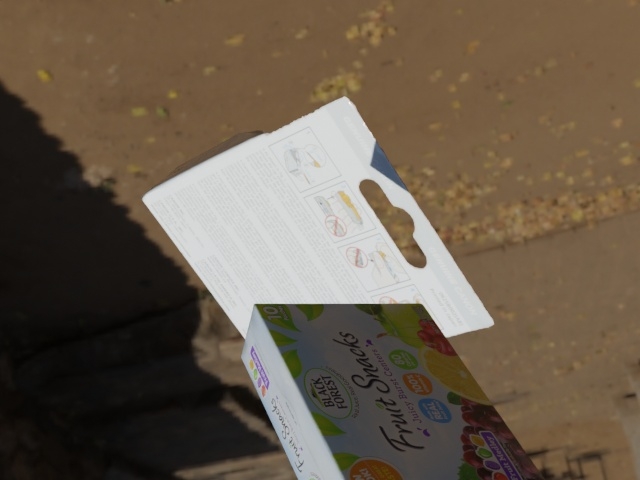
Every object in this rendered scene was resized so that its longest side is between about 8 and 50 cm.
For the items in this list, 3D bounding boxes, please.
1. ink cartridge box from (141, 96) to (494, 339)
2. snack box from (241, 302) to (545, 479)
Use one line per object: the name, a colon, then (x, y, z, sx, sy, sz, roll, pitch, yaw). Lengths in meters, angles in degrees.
ink cartridge box: (0.000, 0.000, 0.798, 0.232, 0.189, 0.066, -23, -162, 41)
snack box: (0.030, 0.084, 0.525, 0.100, 0.141, 0.037, 0, 123, -25)
